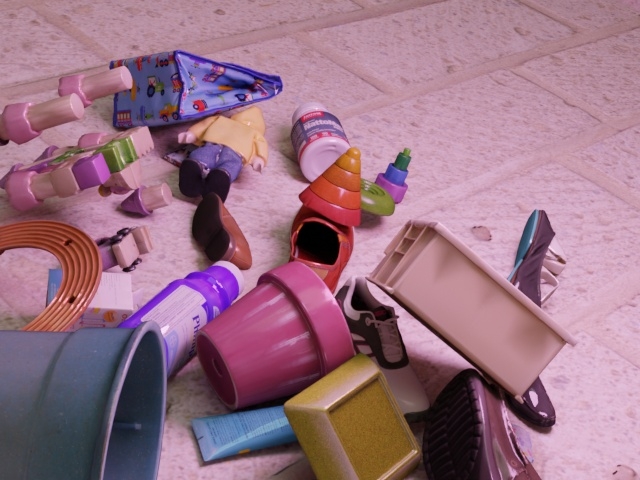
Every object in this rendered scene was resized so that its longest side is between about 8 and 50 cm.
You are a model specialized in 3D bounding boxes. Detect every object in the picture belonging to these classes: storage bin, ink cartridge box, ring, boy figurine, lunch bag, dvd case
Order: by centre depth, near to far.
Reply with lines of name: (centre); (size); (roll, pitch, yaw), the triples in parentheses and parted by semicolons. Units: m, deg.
ring: (-0.474, 0.089, 1.684); (0.337, 0.032, 0.336); (-11, 39, 9)
lunch bag: (0.271, 0.309, 1.721); (0.083, 0.053, 0.071); (3, 33, 3)
storage bin: (0.215, 0.098, 1.746); (0.262, 0.123, 0.260); (39, -1, -5)
ink cartridge box: (-0.340, 0.108, 1.750); (0.143, 0.092, 0.090); (4, 34, -14)
boy figurine: (-0.182, -0.177, 2.216); (0.177, 0.092, 0.285); (18, 33, 5)
dvd case: (-0.231, -0.151, 2.253); (0.119, 0.013, 0.087); (28, 36, 22)
lunch bag: (-0.235, -0.298, 2.322); (0.293, 0.138, 0.221); (-6, 4, -45)

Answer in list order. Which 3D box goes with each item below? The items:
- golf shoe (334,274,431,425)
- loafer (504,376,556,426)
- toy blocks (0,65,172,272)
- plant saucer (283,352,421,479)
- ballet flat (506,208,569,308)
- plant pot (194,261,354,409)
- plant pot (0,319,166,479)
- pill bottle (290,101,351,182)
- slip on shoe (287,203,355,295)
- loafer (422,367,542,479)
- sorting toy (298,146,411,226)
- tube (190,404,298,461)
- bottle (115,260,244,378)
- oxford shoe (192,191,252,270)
golf shoe: (0.086, 0.171, 1.798); (0.105, 0.120, 0.273); (-7, 40, -31)
loafer: (0.324, 0.227, 1.855); (0.062, 0.061, 0.170); (-5, 38, -29)
toy blocks: (-0.439, -0.104, 1.966); (0.260, 0.308, 0.288); (-14, 16, 16)
plant saucer: (0.059, 0.268, 1.606); (0.188, 0.045, 0.188); (-28, 92, -46)
ballet flat: (0.394, 0.052, 2.128); (0.096, 0.095, 0.280); (28, 45, 4)
plant pot: (-0.077, 0.155, 1.711); (0.180, 0.201, 0.201); (-25, 48, -24)
plant pot: (-0.378, 0.242, 1.350); (0.334, 0.341, 0.341); (7, 33, 2)
pill bottle: (-0.003, -0.201, 2.329); (0.108, 0.107, 0.180); (3, 34, -17)
slip on shoe: (0.000, 0.000, 2.036); (0.123, 0.101, 0.331); (13, 32, 2)
loafer: (0.238, 0.344, 1.600); (0.130, 0.134, 0.365); (21, 41, -28)
sorting toy: (0.091, -0.123, 2.150); (0.127, 0.126, 0.365); (30, 20, 19)
tube: (-0.076, 0.267, 1.660); (0.207, 0.052, 0.080); (-7, 34, -21)
bottle: (-0.211, 0.120, 1.759); (0.092, 0.118, 0.283); (25, 34, 16)
oxford shoe: (-0.171, -0.010, 2.034); (0.076, 0.076, 0.212); (31, 19, -34)
